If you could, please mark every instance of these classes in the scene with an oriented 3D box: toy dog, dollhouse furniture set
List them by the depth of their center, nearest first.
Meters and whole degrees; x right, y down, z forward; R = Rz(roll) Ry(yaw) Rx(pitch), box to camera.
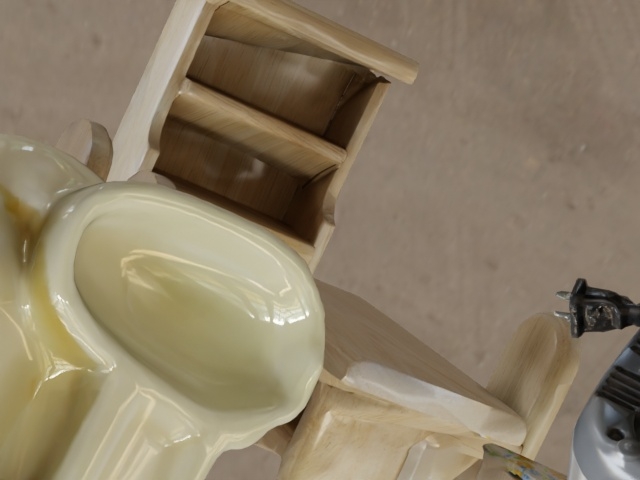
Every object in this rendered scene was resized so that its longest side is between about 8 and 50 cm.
[{"bbox_3d":[-0.278,0.065,0.801,0.395,0.408,0.285,31,74,-43],"label":"toy dog"},{"bbox_3d":[0.000,0.000,1.090,0.362,0.394,0.256,22,96,-27],"label":"dollhouse furniture set"}]

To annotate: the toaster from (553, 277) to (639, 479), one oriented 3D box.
[{"bbox_3d":[0.170,0.118,0.625,0.227,0.146,0.129,24,44,22],"label":"toaster"}]
